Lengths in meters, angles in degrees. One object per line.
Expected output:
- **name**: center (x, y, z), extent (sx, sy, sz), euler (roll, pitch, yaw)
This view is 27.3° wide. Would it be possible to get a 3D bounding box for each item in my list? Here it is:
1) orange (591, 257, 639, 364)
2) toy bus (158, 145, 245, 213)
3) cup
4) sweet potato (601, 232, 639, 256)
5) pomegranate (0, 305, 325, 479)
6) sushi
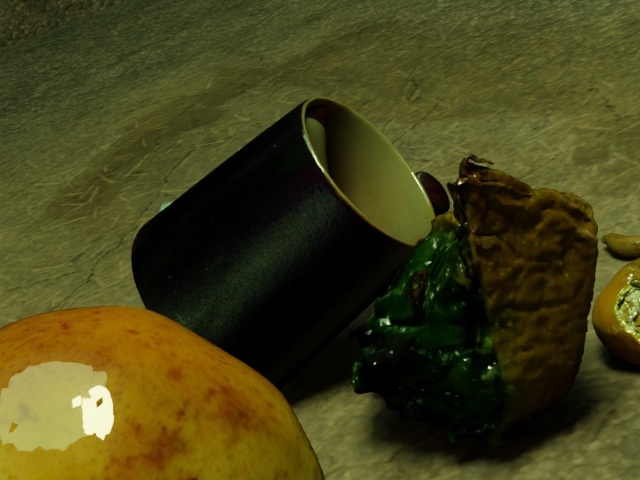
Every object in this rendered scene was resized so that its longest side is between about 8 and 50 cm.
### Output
- **orange**: center (0.223, 0.042, 0.892), extent (0.086, 0.062, 0.086), euler (-19, 20, 7)
- **toy bus**: center (-0.075, -0.026, 1.276), extent (0.087, 0.089, 0.194), euler (1, 32, 46)
- **cup**: center (-0.012, -0.012, 1.024), extent (0.177, 0.166, 0.239), euler (-41, 1, 25)
- **sweet potato**: center (0.257, 0.003, 0.998), extent (0.115, 0.026, 0.026), euler (-4, 28, 47)
- **pomegranate**: center (-0.120, 0.165, 0.703), extent (0.264, 0.264, 0.264), euler (-19, 23, 8)
- **sushi**: center (0.095, 0.056, 0.853), extent (0.140, 0.149, 0.287), euler (1, -17, -6)
